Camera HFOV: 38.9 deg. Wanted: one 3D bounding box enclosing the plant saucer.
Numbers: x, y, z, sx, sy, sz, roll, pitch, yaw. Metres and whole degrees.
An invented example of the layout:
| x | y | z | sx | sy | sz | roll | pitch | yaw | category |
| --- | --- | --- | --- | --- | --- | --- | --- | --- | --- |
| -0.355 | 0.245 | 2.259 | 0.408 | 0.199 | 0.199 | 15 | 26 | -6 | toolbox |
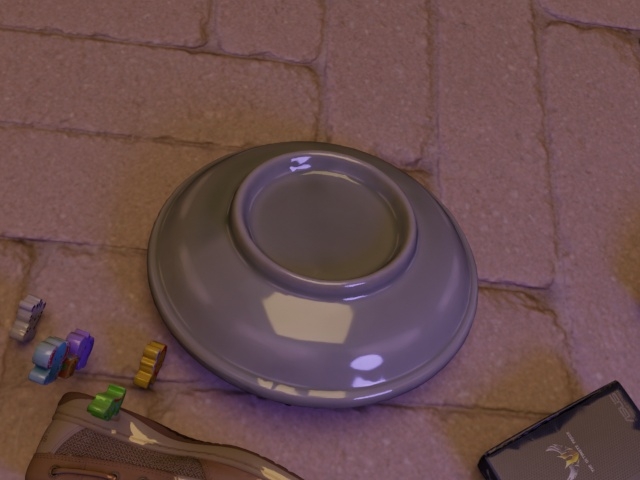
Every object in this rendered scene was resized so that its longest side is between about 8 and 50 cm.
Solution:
| x | y | z | sx | sy | sz | roll | pitch | yaw | category |
| --- | --- | --- | --- | --- | --- | --- | --- | --- | --- |
| 0.000 | 0.000 | 1.061 | 0.400 | 0.101 | 0.401 | 6 | 48 | -6 | plant saucer |

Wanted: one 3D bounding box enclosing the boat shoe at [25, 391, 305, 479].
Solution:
| x | y | z | sx | sy | sz | roll | pitch | yaw | category |
| --- | --- | --- | --- | --- | --- | --- | --- | --- | --- |
| -0.129 | 0.263 | 0.912 | 0.341 | 0.122 | 0.110 | 17 | 62 | 13 | boat shoe |

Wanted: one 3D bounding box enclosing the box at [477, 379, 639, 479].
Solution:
| x | y | z | sx | sy | sz | roll | pitch | yaw | category |
| --- | --- | --- | --- | --- | --- | --- | --- | --- | --- |
| 0.309 | 0.295 | 0.979 | 0.183 | 0.059 | 0.233 | -25 | 65 | -11 | box |

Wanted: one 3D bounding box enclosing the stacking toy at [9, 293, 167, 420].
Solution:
| x | y | z | sx | sy | sz | roll | pitch | yaw | category |
| --- | --- | --- | --- | --- | --- | --- | --- | --- | --- |
| -0.262 | 0.115 | 0.930 | 0.166 | 0.221 | 0.052 | 19 | 94 | 2 | stacking toy |
